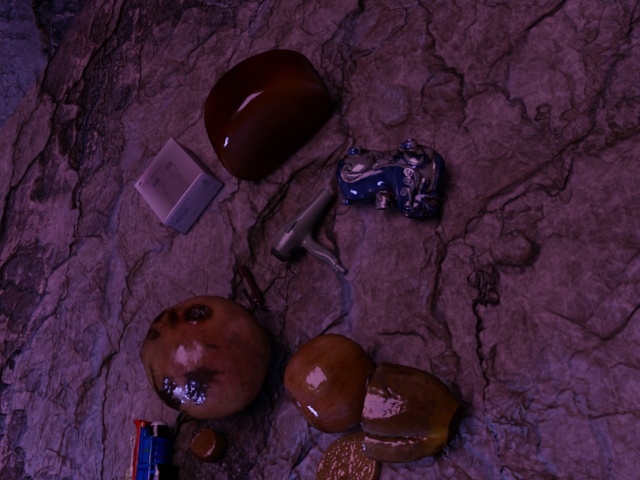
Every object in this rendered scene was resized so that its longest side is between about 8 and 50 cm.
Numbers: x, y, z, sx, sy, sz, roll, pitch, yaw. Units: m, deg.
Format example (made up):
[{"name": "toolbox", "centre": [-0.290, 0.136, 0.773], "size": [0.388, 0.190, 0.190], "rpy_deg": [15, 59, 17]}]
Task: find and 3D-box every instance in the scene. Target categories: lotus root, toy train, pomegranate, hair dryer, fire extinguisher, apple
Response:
[{"name": "lotus root", "centre": [0.187, 0.363, 1.435], "size": [0.180, 0.188, 0.199], "rpy_deg": [12, 74, 26]}, {"name": "toy train", "centre": [-0.440, 0.574, 1.862], "size": [0.131, 0.082, 0.204], "rpy_deg": [-17, 61, 30]}, {"name": "pomegranate", "centre": [-0.279, 0.282, 1.747], "size": [0.322, 0.322, 0.322], "rpy_deg": [-17, 59, 30]}, {"name": "hair dryer", "centre": [-0.001, -0.030, 1.844], "size": [0.224, 0.088, 0.219], "rpy_deg": [12, 72, 27]}, {"name": "fire extinguisher", "centre": [-0.189, 0.138, 1.920], "size": [0.049, 0.035, 0.173], "rpy_deg": [-40, 47, 10]}, {"name": "apple", "centre": [0.026, 0.313, 1.560], "size": [0.188, 0.211, 0.211], "rpy_deg": [-38, 45, -18]}]

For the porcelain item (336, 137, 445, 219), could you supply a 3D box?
[{"name": "porcelain item", "centre": [0.169, -0.141, 1.735], "size": [0.288, 0.138, 0.186], "rpy_deg": [-1, 85, 32]}]

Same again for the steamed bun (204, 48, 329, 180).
[{"name": "steamed bun", "centre": [-0.172, -0.370, 2.011], "size": [0.379, 0.248, 0.235], "rpy_deg": [-41, 49, 15]}]

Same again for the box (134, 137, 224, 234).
[{"name": "box", "centre": [-0.444, -0.172, 2.219], "size": [0.203, 0.106, 0.251], "rpy_deg": [-52, 47, 7]}]

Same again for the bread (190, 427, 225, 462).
[{"name": "bread", "centre": [-0.280, 0.517, 1.789], "size": [0.085, 0.053, 0.085], "rpy_deg": [-16, 50, 21]}]

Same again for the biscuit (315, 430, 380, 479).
[{"name": "biscuit", "centre": [0.056, 0.510, 1.555], "size": [0.142, 0.029, 0.221], "rpy_deg": [24, 84, 40]}]
